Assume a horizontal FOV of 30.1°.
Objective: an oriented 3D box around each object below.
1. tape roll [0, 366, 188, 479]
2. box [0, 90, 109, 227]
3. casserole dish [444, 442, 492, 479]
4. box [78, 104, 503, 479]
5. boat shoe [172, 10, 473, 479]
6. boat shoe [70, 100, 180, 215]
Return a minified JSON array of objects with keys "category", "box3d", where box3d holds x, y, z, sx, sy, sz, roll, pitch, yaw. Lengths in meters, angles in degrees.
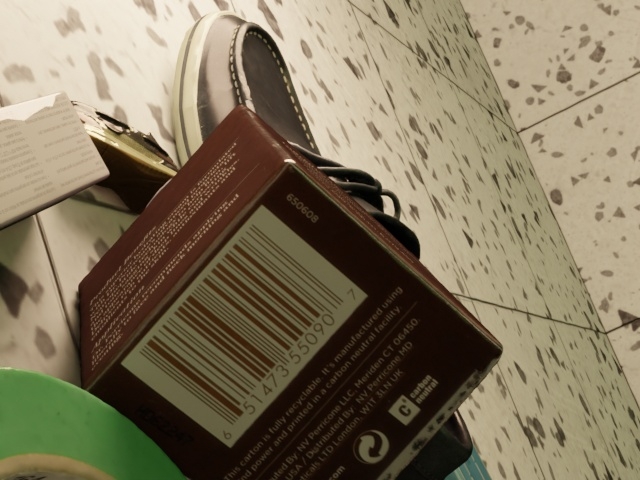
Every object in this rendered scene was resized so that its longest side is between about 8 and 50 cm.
[{"category":"tape roll","box3d":[-0.118,0.214,0.490,0.321,0.077,0.321,53,22,-33]},{"category":"box","box3d":[-0.212,-0.018,0.616,0.067,0.063,0.324,63,19,-7]},{"category":"casserole dish","box3d":[0.145,0.245,1.248,0.188,0.037,0.114,61,19,-5]},{"category":"box","box3d":[-0.029,0.045,0.713,0.167,0.168,0.203,40,4,-18]},{"category":"boat shoe","box3d":[0.000,0.000,1.010,0.187,0.156,0.500,31,36,-54]},{"category":"boat shoe","box3d":[-0.135,-0.058,0.879,0.152,0.056,0.049,37,38,-53]}]
